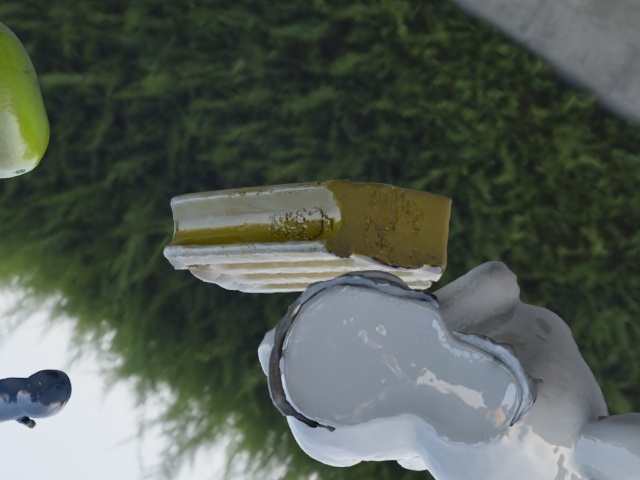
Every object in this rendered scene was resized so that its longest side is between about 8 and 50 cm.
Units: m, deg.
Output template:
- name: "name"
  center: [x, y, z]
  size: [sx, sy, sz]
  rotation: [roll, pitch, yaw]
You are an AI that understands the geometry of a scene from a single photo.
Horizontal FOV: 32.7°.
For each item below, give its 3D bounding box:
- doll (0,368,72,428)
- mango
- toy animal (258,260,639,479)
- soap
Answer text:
- name: "doll"
  center: [-0.230, 0.115, 0.765]
  size: [0.027, 0.125, 0.037]
  rotation: [58, -155, -46]
- name: "mango"
  center: [-0.324, -0.138, 1.087]
  size: [0.117, 0.089, 0.163]
  rotation: [47, 150, 41]
- name: "toy animal"
  center: [0.102, 0.127, 0.780]
  size: [0.325, 0.208, 0.154]
  rotation: [43, -169, 32]
- name: "soap"
  center: [0.000, 0.000, 1.042]
  size: [0.258, 0.080, 0.160]
  rotation: [-4, 165, 30]
